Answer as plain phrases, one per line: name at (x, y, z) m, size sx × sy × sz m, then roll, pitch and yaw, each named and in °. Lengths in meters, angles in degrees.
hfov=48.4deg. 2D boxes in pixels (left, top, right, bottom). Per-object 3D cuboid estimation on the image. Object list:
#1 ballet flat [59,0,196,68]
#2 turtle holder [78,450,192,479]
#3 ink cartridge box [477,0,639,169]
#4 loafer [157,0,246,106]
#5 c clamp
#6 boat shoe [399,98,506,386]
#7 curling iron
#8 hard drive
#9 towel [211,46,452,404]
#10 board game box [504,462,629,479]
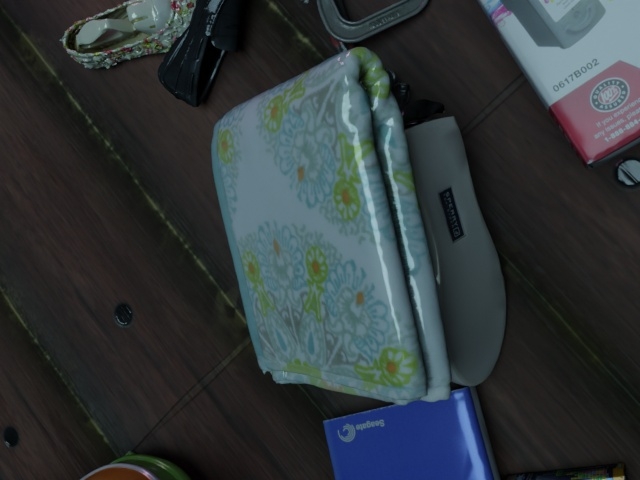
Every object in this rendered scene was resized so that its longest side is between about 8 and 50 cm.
ballet flat at (-0.269, -0.304, 1.017) m, size 0.241 × 0.077 × 0.091 m, roll -18°, pitch 85°, yaw 23°
turtle holder at (-0.290, 0.472, 0.999) m, size 0.243 × 0.227 × 0.320 m, roll 32°, pitch 105°, yaw 18°
ink cartridge box at (0.286, -0.256, 0.709) m, size 0.226 × 0.131 × 0.306 m, roll -34°, pitch 82°, yaw 22°
loafer at (-0.138, -0.284, 0.966) m, size 0.078 × 0.076 × 0.223 m, roll 40°, pitch 113°, yaw 10°
c clamp at (0.050, -0.318, 0.886) m, size 0.161 × 0.022 × 0.137 m, roll -19°, pitch 80°, yaw 5°
boat shoe at (0.112, 0.006, 0.867) m, size 0.158 × 0.127 × 0.340 m, roll 1°, pitch 108°, yaw 53°
curling iron at (0.039, -0.269, 0.911) m, size 0.068 × 0.035 × 0.274 m, roll -25°, pitch 80°, yaw 5°
hard drive at (0.129, 0.357, 0.866) m, size 0.210 × 0.040 × 0.318 m, roll -21°, pitch 73°, yaw 29°
towel at (0.000, 0.000, 0.834) m, size 0.321 × 0.090 × 0.374 m, roll -7°, pitch 97°, yaw 55°
board game box at (0.303, 0.355, 0.831) m, size 0.141 × 0.048 × 0.170 m, roll -15°, pitch 87°, yaw 23°
